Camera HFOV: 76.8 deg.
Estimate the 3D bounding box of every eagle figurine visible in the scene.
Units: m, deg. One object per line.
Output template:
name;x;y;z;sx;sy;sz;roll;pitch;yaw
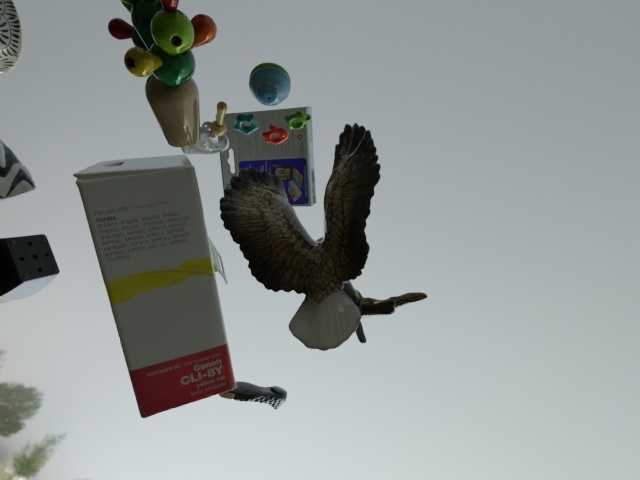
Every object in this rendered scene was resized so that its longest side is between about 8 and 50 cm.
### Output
eagle figurine;-0.004;-0.001;0.620;0.225;0.227;0.298;1;-66;59

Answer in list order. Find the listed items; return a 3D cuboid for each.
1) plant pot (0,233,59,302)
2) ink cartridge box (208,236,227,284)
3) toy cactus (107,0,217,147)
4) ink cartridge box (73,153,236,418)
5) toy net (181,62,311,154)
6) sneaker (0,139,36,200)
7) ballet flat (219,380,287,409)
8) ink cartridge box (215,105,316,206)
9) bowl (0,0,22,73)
plant pot;-0.883;0.070;1.159;0.167;0.188;0.187;-19;-88;15
ink cartridge box;-0.296;0.017;0.959;0.109;0.062;0.209;-119;-173;-45
toy cactus;-0.152;-0.170;0.365;0.219;0.112;0.180;37;-38;39
ink cartridge box;-0.275;0.051;0.716;0.279;0.161;0.384;-144;-135;-64
toy net;-0.138;-0.203;0.699;0.233;0.045;0.122;-20;-37;23
sneaker;-0.536;-0.107;0.553;0.094;0.235;0.152;-10;-71;27
ballet flat;-0.137;0.325;0.834;0.173;0.049;0.058;26;-2;-40
ink cartridge box;-0.116;-0.175;0.872;0.209;0.045;0.206;1;-78;16
bowl;-0.615;-0.379;0.696;0.170;0.080;0.169;8;-68;19
